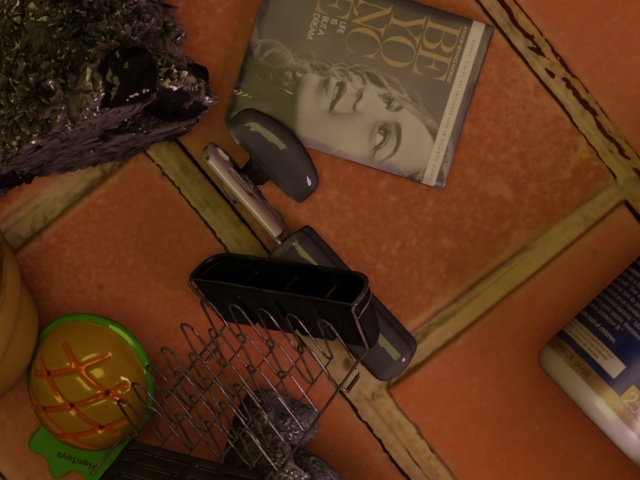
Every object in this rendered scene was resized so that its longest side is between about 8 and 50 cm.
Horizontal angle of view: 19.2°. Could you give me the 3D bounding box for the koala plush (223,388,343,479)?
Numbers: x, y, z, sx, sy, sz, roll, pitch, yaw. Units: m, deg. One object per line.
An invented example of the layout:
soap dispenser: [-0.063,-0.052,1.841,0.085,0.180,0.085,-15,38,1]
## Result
koala plush: [0.000,0.274,1.739,0.221,0.203,0.196,27,92,-10]

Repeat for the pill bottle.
pill bottle: [0.341,0.071,1.729,0.265,0.153,0.153,-44,89,2]

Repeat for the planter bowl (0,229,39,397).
planter bowl: [-0.327,0.087,1.766,0.090,0.217,0.217,29,92,-38]

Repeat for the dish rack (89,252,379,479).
dish rack: [-0.084,0.136,1.682,0.271,0.208,0.074,-52,130,-30]

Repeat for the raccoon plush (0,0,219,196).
raccoon plush: [-0.300,-0.210,1.738,0.446,0.216,0.299,-19,82,3]

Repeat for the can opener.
can opener: [0.000,0.000,1.777,0.095,0.076,0.283,-43,90,12]

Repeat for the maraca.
maraca: [-0.219,0.152,1.784,0.127,0.099,0.185,17,116,13]

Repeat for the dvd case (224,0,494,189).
dvd case: [0.037,-0.159,1.807,0.221,0.018,0.164,18,91,2]
